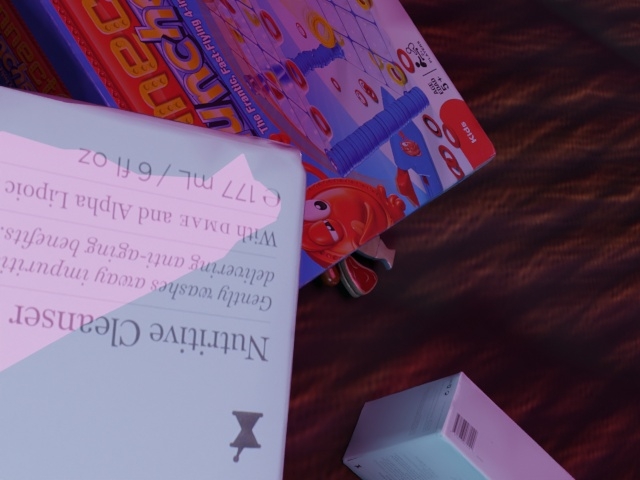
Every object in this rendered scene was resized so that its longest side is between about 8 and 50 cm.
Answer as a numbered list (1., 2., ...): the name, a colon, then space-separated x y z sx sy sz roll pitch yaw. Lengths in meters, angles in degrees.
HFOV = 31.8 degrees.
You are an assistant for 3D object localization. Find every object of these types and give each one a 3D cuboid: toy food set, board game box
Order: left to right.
1. board game box: -0.060 -0.118 0.754 0.302 0.086 0.308 -33 90 -47
2. toy food set: 0.000 0.000 0.825 0.122 0.019 0.078 43 47 -21

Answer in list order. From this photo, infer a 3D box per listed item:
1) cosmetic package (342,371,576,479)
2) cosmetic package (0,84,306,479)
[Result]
1. cosmetic package: 0.135 0.196 0.809 0.239 0.099 0.060 44 44 -21
2. cosmetic package: -0.143 0.141 0.457 0.217 0.156 0.384 9 77 -34
